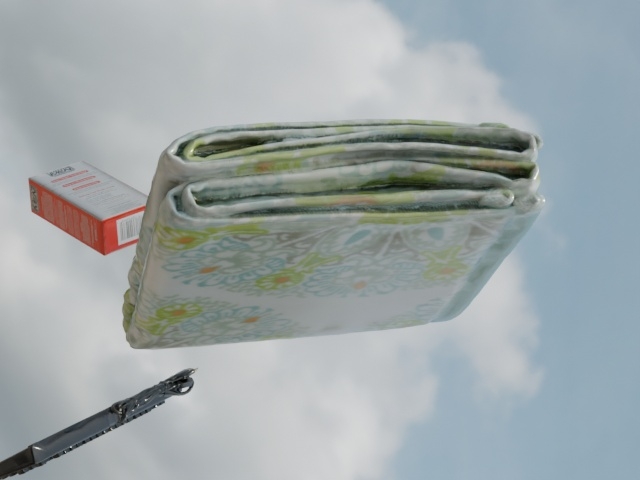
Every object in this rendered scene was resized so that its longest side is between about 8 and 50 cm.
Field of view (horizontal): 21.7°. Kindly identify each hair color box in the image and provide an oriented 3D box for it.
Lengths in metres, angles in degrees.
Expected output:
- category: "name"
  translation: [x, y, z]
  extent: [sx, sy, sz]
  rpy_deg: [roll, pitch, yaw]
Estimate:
- category: "hair color box"
  translation: [-0.238, -0.036, 1.746]
  extent: [0.141, 0.072, 0.043]
  rpy_deg: [28, -51, 43]

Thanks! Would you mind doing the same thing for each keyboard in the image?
- category: "keyboard"
  translation: [-0.265, 0.222, 2.037]
  extent: [0.201, 0.317, 0.033]
  rpy_deg: [-29, -93, 30]

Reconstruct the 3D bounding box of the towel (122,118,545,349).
- category: "towel"
  translation: [0.000, 0.000, 1.453]
  extent: [0.374, 0.321, 0.090]
  rpy_deg: [116, -31, -66]
